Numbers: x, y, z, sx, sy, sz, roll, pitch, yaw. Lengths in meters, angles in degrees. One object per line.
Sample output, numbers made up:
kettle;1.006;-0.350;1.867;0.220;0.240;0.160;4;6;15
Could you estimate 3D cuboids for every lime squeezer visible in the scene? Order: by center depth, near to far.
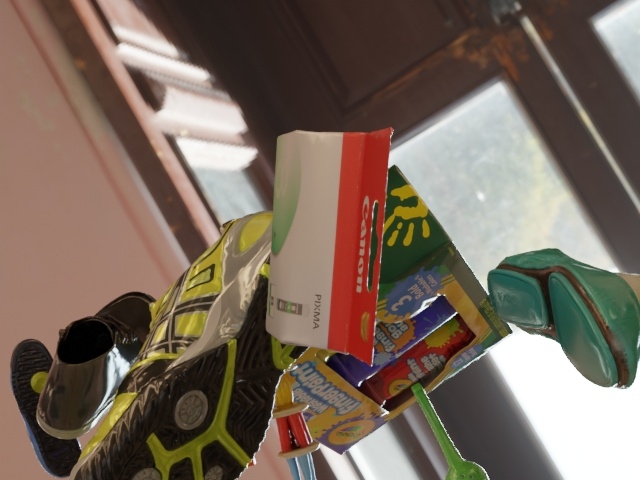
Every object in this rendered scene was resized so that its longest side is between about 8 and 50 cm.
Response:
lime squeezer;0.195;0.338;1.433;0.059;0.310;0.110;-32;-165;-14

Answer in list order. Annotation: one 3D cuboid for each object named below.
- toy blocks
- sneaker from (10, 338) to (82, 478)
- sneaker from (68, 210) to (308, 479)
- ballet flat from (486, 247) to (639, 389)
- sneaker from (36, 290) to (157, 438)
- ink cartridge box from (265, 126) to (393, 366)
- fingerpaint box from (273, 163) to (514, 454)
toy blocks;-0.065;0.230;1.293;0.123;0.148;0.054;-15;178;-26
sneaker;-0.406;0.247;1.602;0.069;0.209;0.082;-19;179;-24
sneaker;-0.121;0.127;1.106;0.147;0.145;0.384;9;-130;43
ballet flat;0.205;0.046;0.840;0.087;0.083;0.247;-16;-169;-8
sneaker;-0.223;0.106;1.196;0.222;0.083;0.118;-61;175;-51
ink cartridge box;0.000;0.000;0.899;0.056;0.181;0.225;4;-179;-10
fingerpaint box;0.071;0.133;1.712;0.371;0.163;0.445;-35;150;4
